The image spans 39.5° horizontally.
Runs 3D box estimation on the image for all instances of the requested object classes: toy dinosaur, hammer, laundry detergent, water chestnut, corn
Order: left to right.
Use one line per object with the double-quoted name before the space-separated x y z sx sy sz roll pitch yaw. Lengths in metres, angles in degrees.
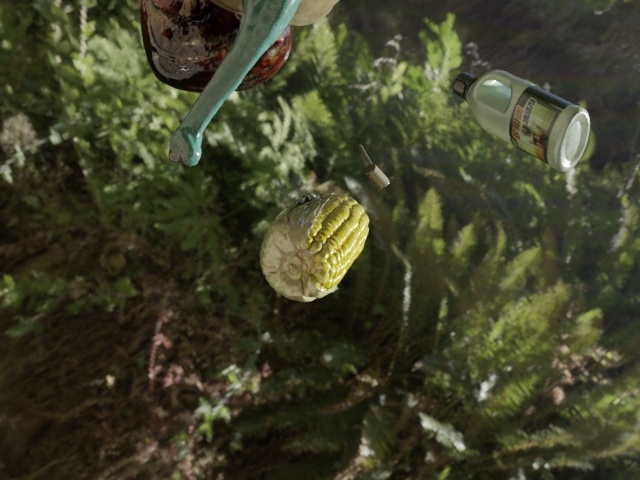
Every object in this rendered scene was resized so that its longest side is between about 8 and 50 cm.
"water chestnut" -0.179 -0.388 1.530 0.289 0.289 0.244 53 -52 15
"toy dinosaur" -0.088 -0.304 0.998 0.331 0.129 0.384 -42 -137 25
"corn" -0.004 0.001 1.283 0.123 0.305 0.122 29 -74 6
"hammer" 0.073 -0.116 1.311 0.035 0.019 0.110 44 15 -31
"laundry detergent" 0.278 -0.187 1.276 0.225 0.070 0.099 40 -28 40

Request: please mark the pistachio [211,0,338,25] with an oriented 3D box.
"pistachio" -0.082 -0.408 1.268 0.166 0.197 0.288 43 4 42
